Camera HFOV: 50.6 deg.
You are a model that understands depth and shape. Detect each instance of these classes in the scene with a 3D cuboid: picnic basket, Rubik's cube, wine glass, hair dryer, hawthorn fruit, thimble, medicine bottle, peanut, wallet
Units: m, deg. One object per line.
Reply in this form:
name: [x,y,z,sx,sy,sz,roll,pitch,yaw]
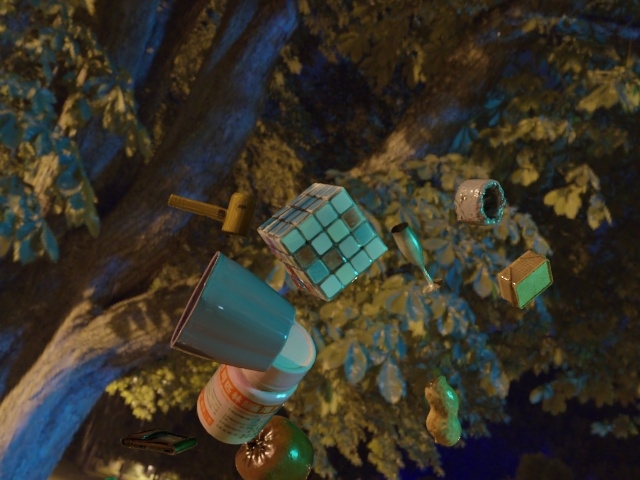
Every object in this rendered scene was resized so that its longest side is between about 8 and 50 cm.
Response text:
picnic basket: [0.637,0.120,2.106,0.079,0.164,0.115,36,-25,49]
Rubik's cube: [-0.001,0.000,2.064,0.253,0.259,0.256,53,-13,-18]
wine glass: [0.255,0.043,1.785,0.066,0.066,0.198,-9,-61,47]
hair dryer: [-0.354,-0.108,2.206,0.278,0.135,0.090,16,-5,-9]
hawthorn fruit: [-0.151,0.795,2.461,0.267,0.268,0.301,-8,-41,47]
thimble: [0.519,-0.124,2.201,0.127,0.152,0.117,3,1,-34]
medicine bottle: [-0.186,0.401,1.941,0.219,0.219,0.388,24,-52,-18]
peanut: [0.398,0.556,2.196,0.101,0.117,0.263,12,-63,42]
wallet: [-0.390,0.491,1.670,0.132,0.039,0.243,10,-12,5]

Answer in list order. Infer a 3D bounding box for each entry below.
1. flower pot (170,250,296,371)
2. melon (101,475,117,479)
flower pot: [-0.201,0.185,1.650,0.243,0.265,0.265,25,-23,-11]
melon: [-0.595,0.673,1.830,0.097,0.054,0.182,-13,-21,-22]
